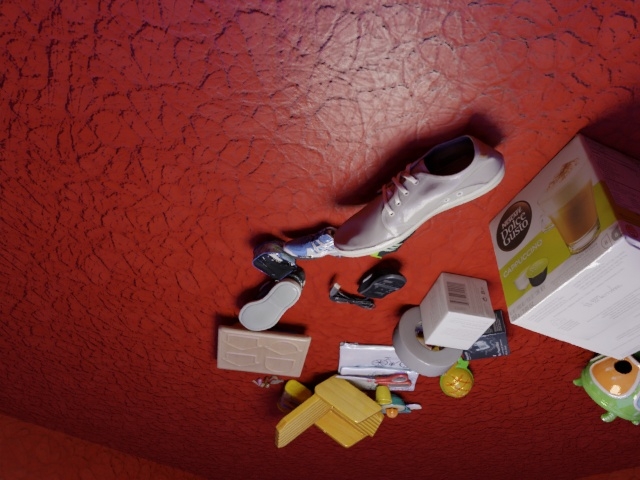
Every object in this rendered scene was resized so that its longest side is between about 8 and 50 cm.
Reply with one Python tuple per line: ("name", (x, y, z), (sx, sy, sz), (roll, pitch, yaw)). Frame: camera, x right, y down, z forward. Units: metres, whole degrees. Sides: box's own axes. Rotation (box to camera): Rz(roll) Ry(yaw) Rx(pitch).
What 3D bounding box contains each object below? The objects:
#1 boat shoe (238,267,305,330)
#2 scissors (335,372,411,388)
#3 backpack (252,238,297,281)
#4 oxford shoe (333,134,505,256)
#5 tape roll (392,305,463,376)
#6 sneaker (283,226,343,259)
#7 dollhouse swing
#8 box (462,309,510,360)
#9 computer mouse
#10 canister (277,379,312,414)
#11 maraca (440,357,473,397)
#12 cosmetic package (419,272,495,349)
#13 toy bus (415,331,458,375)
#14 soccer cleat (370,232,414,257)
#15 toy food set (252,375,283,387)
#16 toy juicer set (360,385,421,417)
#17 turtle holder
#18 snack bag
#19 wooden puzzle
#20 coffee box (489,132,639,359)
("boat shoe", (-0.149, 0.189, 1.569), (0.114, 0.091, 0.302), (45, 127, -13))
("scissors", (0.211, 0.559, 1.957), (0.296, 0.021, 0.109), (-4, 139, 7))
("backpack", (-0.135, 0.049, 1.418), (0.114, 0.084, 0.105), (31, 130, -34))
("oxford shoe", (0.207, -0.109, 1.172), (0.449, 0.169, 0.130), (-30, 132, 21))
("tape roll", (0.345, 0.322, 1.595), (0.219, 0.219, 0.072), (10, 138, -9))
("sneaker", (0.000, 0.000, 1.373), (0.211, 0.080, 0.081), (-7, 131, -4))
("dollhouse swing", (0.029, 0.766, 1.994), (0.315, 0.305, 0.347), (33, 145, 17))
("box", (0.551, 0.326, 1.684), (0.158, 0.093, 0.156), (-13, 136, 18))
("computer mouse", (0.135, 0.132, 1.520), (0.183, 0.060, 0.262), (13, 149, -17))
("canister", (-0.109, 0.673, 2.094), (0.126, 0.073, 0.170), (30, 136, 11))
("maraca", (0.523, 0.526, 1.908), (0.127, 0.099, 0.186), (-10, 112, 2))
("cosmetic package", (0.417, 0.221, 1.531), (0.151, 0.151, 0.184), (10, 138, -9))
("toy bus", (0.396, 0.371, 1.730), (0.191, 0.104, 0.202), (37, 145, 28))
("soccer cleat", (0.205, -0.003, 1.371), (0.072, 0.060, 0.179), (22, 142, -33))
("toy food set", (-0.224, 0.592, 2.069), (0.122, 0.019, 0.078), (-22, 132, 25))
("toy juicer set", (0.269, 0.713, 2.103), (0.209, 0.090, 0.329), (-21, 141, 29))
("turtle holder", (1.100, 0.501, 1.744), (0.320, 0.243, 0.228), (19, 119, -5))
("snack bag", (0.229, 0.501, 1.934), (0.322, 0.037, 0.343), (2, 138, 1))
("wooden puzzle", (-0.212, 0.393, 1.815), (0.321, 0.081, 0.348), (8, 142, -6))
("coffee box", (0.656, 0.022, 1.164), (0.337, 0.335, 0.338), (18, 137, -14))
